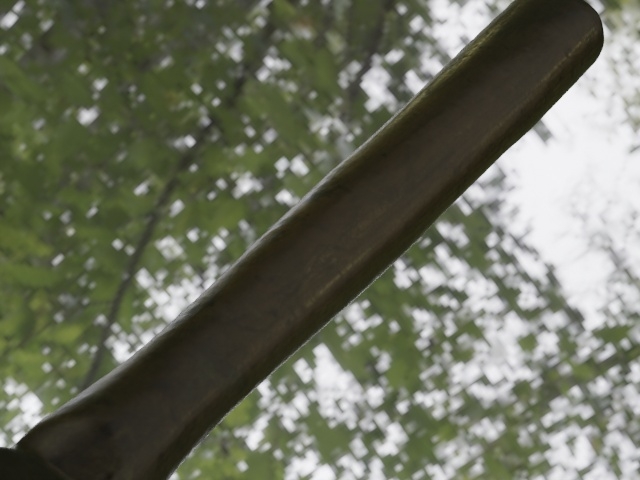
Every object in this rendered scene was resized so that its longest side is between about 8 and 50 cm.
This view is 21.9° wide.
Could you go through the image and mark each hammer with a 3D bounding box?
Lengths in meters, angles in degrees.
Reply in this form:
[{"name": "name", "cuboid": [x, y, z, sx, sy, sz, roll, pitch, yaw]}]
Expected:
[{"name": "hammer", "cuboid": [0.000, 0.000, 0.592, 0.168, 0.044, 0.440, 30, -140, 13]}]
